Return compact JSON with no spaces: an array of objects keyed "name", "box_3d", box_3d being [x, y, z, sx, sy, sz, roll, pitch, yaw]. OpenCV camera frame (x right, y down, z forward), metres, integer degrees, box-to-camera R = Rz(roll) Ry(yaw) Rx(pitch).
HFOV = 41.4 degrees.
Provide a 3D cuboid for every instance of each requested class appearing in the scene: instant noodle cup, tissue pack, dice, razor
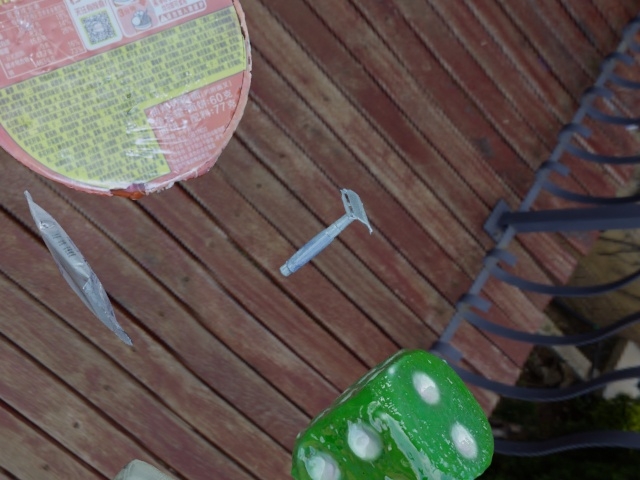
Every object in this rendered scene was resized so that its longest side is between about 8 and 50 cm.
[{"name":"instant noodle cup","box_3d":[-0.173,-0.122,0.635,0.193,0.212,0.193,0,91,-23]},{"name":"tissue pack","box_3d":[-0.287,0.033,0.996,0.026,0.193,0.122,-33,141,-19]},{"name":"dice","box_3d":[0.060,0.175,0.723,0.120,0.128,0.131,53,34,7]},{"name":"razor","box_3d":[0.000,0.000,1.063,0.135,0.068,0.040,-40,123,18]}]

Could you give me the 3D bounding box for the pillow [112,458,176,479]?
[{"name":"pillow","box_3d":[-0.127,0.423,0.976,0.322,0.120,0.255,38,25,-19]}]
